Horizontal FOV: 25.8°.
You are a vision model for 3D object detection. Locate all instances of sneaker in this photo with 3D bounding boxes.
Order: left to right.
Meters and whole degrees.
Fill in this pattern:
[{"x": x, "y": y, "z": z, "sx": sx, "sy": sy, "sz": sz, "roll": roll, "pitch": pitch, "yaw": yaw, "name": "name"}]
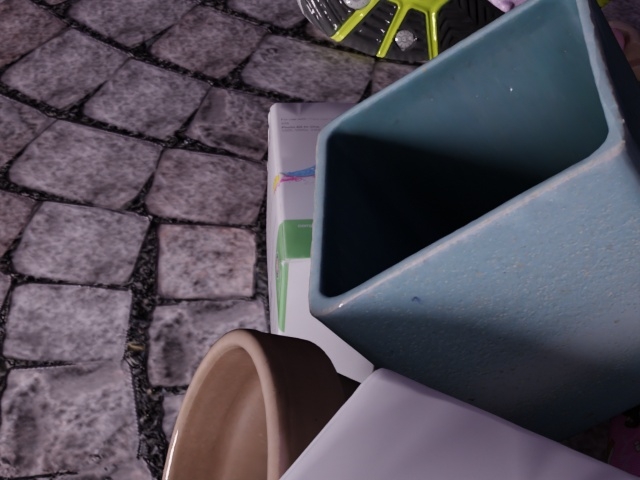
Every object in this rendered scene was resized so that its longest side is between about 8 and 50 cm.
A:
[{"x": 0.152, "y": -0.298, "z": 1.610, "sx": 0.384, "sy": 0.145, "sz": 0.147, "roll": -8, "pitch": 23, "yaw": -16, "name": "sneaker"}]

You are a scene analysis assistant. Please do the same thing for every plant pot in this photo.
[{"x": 0.025, "y": 0.208, "z": 0.970, "sx": 0.229, "sy": 0.263, "sz": 0.263, "roll": 12, "pitch": 39, "yaw": -20, "name": "plant pot"}, {"x": 0.165, "y": 0.005, "z": 1.054, "sx": 0.247, "sy": 0.252, "sz": 0.247, "roll": -30, "pitch": 31, "yaw": 21, "name": "plant pot"}]

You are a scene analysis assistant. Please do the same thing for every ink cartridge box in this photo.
[{"x": 0.000, "y": 0.000, "z": 1.232, "sx": 0.093, "sy": 0.154, "sz": 0.212, "roll": -2, "pitch": 42, "yaw": -6, "name": "ink cartridge box"}]

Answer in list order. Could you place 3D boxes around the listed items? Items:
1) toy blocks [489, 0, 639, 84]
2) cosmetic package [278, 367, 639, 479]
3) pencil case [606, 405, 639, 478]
[{"x": 0.266, "y": -0.091, "z": 1.236, "sx": 0.288, "sy": 0.309, "sz": 0.260, "roll": 3, "pitch": 36, "yaw": 0, "name": "toy blocks"}, {"x": 0.090, "y": 0.342, "z": 0.628, "sx": 0.327, "sy": 0.394, "sz": 0.329, "roll": 21, "pitch": 53, "yaw": 34, "name": "cosmetic package"}, {"x": 0.305, "y": 0.201, "z": 1.039, "sx": 0.160, "sy": 0.167, "sz": 0.386, "roll": 37, "pitch": 39, "yaw": -20, "name": "pencil case"}]
